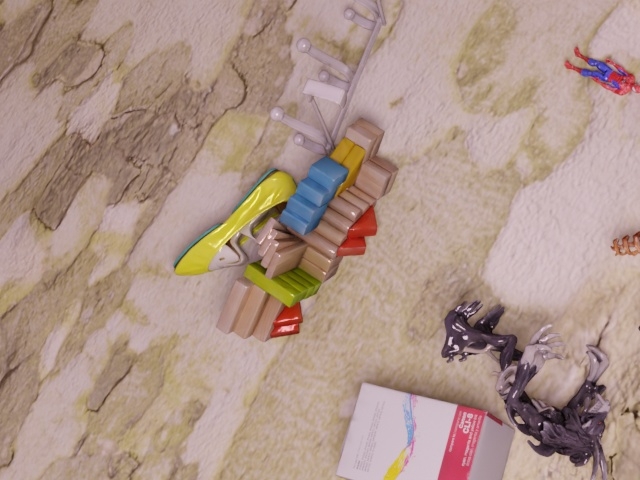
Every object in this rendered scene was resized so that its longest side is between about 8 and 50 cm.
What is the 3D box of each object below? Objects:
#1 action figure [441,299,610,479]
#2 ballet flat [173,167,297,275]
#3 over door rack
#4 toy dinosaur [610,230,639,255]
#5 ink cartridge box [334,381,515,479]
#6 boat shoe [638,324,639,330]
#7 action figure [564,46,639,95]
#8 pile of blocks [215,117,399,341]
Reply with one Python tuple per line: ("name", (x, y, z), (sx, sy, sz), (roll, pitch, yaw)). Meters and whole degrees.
("action figure", (0.272, 0.171, 1.391), (0.141, 0.164, 0.276), (-52, 52, 7))
("ballet flat", (-0.120, -0.009, 1.711), (0.231, 0.077, 0.077), (-43, 75, 5))
("over door rack", (0.018, -0.271, 1.594), (0.108, 0.324, 0.239), (21, 81, 1))
("toy dinosaur", (0.505, -0.078, 1.375), (0.322, 0.164, 0.218), (-26, 77, -7))
("ink cartridge box", (0.133, 0.267, 1.440), (0.176, 0.128, 0.127), (10, 76, 29))
("boat shoe", (0.419, 0.107, 1.364), (0.076, 0.080, 0.228), (-8, 93, 34))
("action figure", (0.388, -0.227, 1.554), (0.115, 0.030, 0.038), (34, 84, 30))
("pile of blocks", (0.000, 0.000, 1.598), (0.113, 0.149, 0.362), (32, 90, 18))
